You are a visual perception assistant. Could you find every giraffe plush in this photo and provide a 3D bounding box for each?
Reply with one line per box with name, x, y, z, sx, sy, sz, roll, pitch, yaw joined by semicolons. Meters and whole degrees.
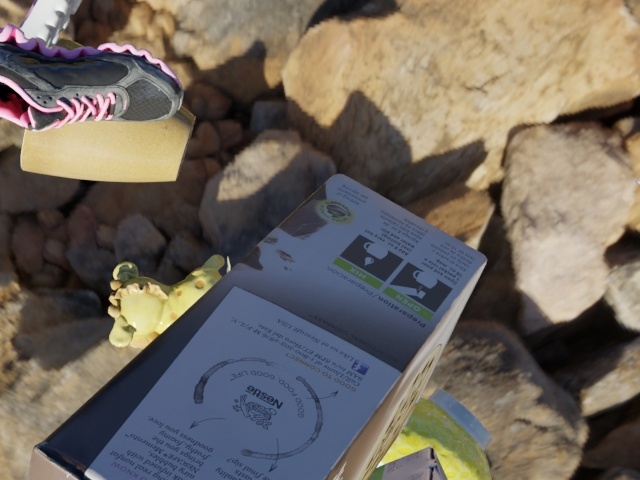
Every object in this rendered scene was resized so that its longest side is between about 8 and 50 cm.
giraffe plush;-0.224;0.112;1.672;0.170;0.181;0.210;1;116;-10

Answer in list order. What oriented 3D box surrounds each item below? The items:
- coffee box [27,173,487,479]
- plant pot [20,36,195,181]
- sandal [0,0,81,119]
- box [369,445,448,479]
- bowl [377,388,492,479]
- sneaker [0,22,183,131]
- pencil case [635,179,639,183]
coffee box;-0.033;0.111;0.651;0.119;0.168;0.297;30;38;12
plant pot;-0.353;-0.193;1.960;0.254;0.237;0.237;18;74;-6
sandal;-0.480;-0.259;1.669;0.102;0.169;0.416;33;61;-6
box;0.121;0.369;1.264;0.126;0.262;0.231;-26;86;5
bowl;0.172;0.324;1.767;0.289;0.289;0.156;43;81;9
sneaker;-0.129;-0.072;0.573;0.119;0.047;0.057;8;46;-13
pencil case;0.650;-0.126;1.911;0.236;0.104;0.104;-36;78;16
